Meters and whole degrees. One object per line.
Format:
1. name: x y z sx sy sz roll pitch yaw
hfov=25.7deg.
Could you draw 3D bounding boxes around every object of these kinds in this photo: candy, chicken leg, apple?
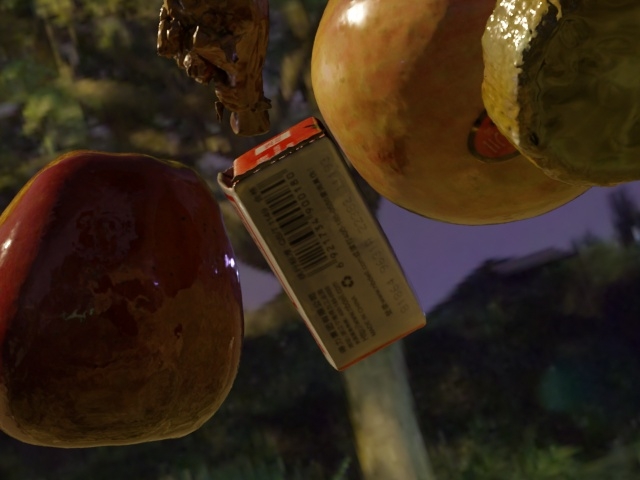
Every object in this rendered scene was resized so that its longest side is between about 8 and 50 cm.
1. candy: 0.267 -0.169 1.262 0.260 0.118 0.259 -10 -53 -14
2. chicken leg: -0.084 -0.165 1.228 0.085 0.101 0.207 5 -41 16
3. apple: -0.248 0.073 1.700 0.295 0.364 0.329 -2 -15 12
4. apple: 0.181 -0.203 1.621 0.347 0.391 0.391 -10 -2 35

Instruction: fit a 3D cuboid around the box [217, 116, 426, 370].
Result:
1. box: 0.000 0.000 1.143 0.099 0.182 0.133 -29 13 1
